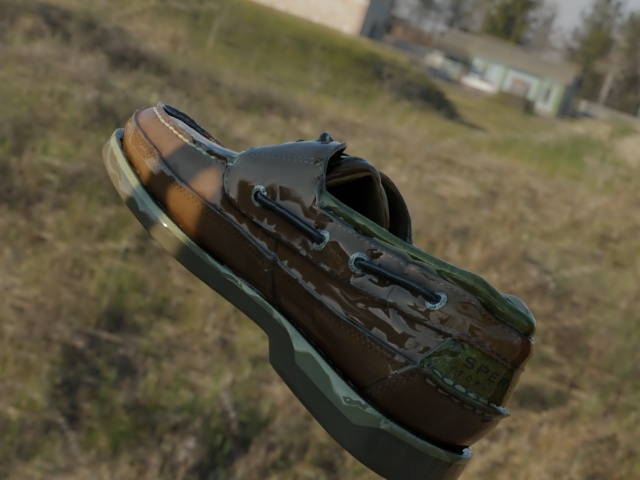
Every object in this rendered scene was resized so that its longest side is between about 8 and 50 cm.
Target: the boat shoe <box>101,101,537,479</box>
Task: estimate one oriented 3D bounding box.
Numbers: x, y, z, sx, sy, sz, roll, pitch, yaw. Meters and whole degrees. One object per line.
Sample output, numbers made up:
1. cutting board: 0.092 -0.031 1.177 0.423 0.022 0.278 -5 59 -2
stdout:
1. boat shoe: 0.000 0.000 0.863 0.111 0.104 0.307 22 17 -50
